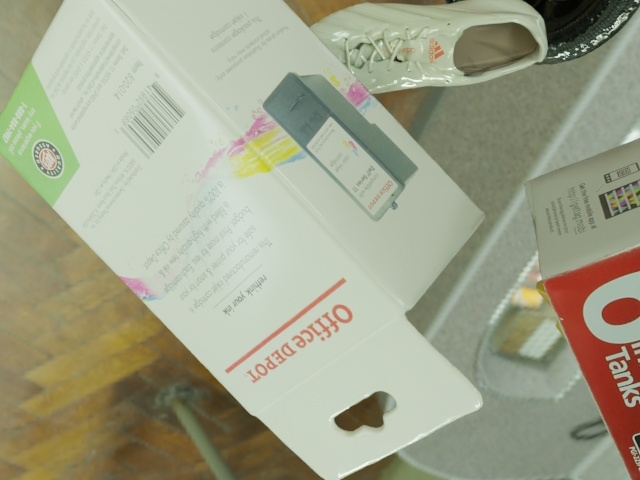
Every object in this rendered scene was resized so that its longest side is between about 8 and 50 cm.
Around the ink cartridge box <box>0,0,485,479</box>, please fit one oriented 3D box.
[{"bbox_3d":[-0.039,-0.018,0.752,0.119,0.353,0.207,-45,-176,-41],"label":"ink cartridge box"}]

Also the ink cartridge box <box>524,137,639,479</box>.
[{"bbox_3d":[0.304,0.068,0.637,0.271,0.130,0.309,-22,113,16],"label":"ink cartridge box"}]

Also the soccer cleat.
[{"bbox_3d":[0.068,-0.140,0.800,0.196,0.076,0.068,-10,117,0],"label":"soccer cleat"}]

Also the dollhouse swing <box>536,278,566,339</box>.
[{"bbox_3d":[0.445,0.079,0.940,0.305,0.315,0.347,-46,116,-7],"label":"dollhouse swing"}]

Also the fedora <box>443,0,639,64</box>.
[{"bbox_3d":[0.292,-0.380,1.333,0.152,0.334,0.334,-30,156,-39],"label":"fedora"}]
